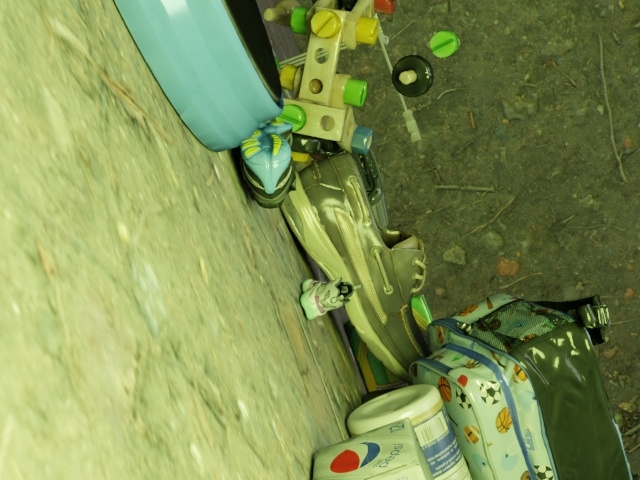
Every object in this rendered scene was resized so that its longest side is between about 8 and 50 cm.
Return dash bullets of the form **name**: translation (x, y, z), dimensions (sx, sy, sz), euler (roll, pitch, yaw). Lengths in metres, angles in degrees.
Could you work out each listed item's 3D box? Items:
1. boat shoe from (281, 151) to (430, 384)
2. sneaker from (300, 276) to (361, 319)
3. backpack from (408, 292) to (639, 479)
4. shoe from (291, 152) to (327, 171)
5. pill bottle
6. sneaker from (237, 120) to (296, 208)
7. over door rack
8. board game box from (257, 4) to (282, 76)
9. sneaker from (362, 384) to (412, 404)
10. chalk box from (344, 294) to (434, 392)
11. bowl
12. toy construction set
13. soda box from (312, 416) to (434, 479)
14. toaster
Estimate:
- **boat shoe**: translation (0.081, 0.041, 1.183), dimensions (0.355, 0.130, 0.132), euler (56, 9, -20)
- **sneaker**: translation (0.015, 0.061, 1.037), dimensions (0.098, 0.069, 0.038), euler (-89, 158, -75)
- **backpack**: translation (0.233, 0.195, 1.094), dimensions (0.263, 0.213, 0.277), euler (-138, -147, -74)
- **shoe**: translation (-0.031, -0.114, 1.349), dimensions (0.076, 0.058, 0.219), euler (35, 9, -11)
- **pill bottle**: translation (0.111, 0.268, 1.004), dimensions (0.112, 0.112, 0.187), euler (-41, 111, -84)
- **sneaker**: translation (-0.060, -0.084, 0.954), dimensions (0.188, 0.067, 0.078), euler (-101, -170, -69)
- **over door rack**: translation (0.044, -0.315, 1.822), dimensions (0.108, 0.239, 0.324), euler (-97, 166, -46)
- **board game box**: translation (-0.122, -0.389, 1.540), dimensions (0.124, 0.039, 0.260), euler (8, 64, -83)
- **sneaker**: translation (0.106, 0.268, 1.202), dimensions (0.222, 0.083, 0.118), euler (-25, 104, -81)
- **chalk box**: translation (0.138, 0.206, 1.377), dimensions (0.132, 0.132, 0.213), euler (40, 29, -79)
- **bowl**: translation (-0.132, -0.276, 0.819), dimensions (0.391, 0.077, 0.391), euler (-20, 90, -85)
- **toy construction set**: translation (-0.025, -0.247, 1.190), dimensions (0.309, 0.257, 0.237), euler (40, 27, 8)
- **soda box**: translation (0.084, 0.301, 0.729), dimensions (0.098, 0.091, 0.286), euler (-88, 157, -79)
- **toaster**: translation (0.064, -0.097, 1.775), dimensions (0.146, 0.129, 0.227), euler (64, 6, -58)
